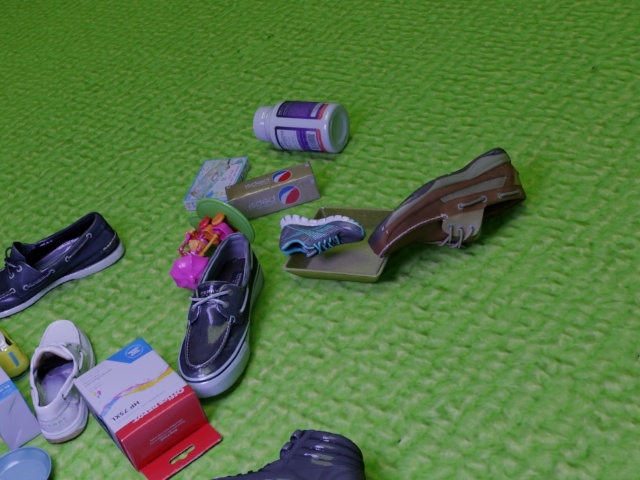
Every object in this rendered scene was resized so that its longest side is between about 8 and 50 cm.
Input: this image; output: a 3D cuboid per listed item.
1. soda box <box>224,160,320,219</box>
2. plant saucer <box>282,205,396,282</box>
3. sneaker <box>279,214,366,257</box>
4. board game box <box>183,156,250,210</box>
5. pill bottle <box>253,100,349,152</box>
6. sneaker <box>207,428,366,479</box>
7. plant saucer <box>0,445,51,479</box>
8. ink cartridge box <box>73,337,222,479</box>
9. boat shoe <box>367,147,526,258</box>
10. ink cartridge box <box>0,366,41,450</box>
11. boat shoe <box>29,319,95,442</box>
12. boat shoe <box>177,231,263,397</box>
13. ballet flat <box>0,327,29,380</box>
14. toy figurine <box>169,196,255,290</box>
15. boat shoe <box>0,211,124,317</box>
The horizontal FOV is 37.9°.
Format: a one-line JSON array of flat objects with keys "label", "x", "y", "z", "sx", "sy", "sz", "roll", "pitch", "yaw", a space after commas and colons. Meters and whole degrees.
[{"label": "soda box", "x": -0.097, "y": -0.097, "z": 1.881, "sx": 0.181, "sy": 0.061, "sz": 0.058, "roll": -18, "pitch": 37, "yaw": -2}, {"label": "plant saucer", "x": 0.052, "y": 0.014, "z": 1.692, "sx": 0.189, "sy": 0.045, "sz": 0.188, "roll": 4, "pitch": 41, "yaw": 25}, {"label": "sneaker", "x": 0.000, "y": 0.000, "z": 1.653, "sx": 0.167, "sy": 0.065, "sz": 0.076, "roll": 0, "pitch": 55, "yaw": 26}, {"label": "board game box", "x": -0.219, "y": -0.122, "z": 1.991, "sx": 0.104, "sy": 0.026, "sz": 0.154, "roll": -3, "pitch": 38, "yaw": 18}, {"label": "pill bottle", "x": -0.044, "y": -0.248, "z": 2.021, "sx": 0.194, "sy": 0.108, "sz": 0.108, "roll": 8, "pitch": 42, "yaw": 29}, {"label": "sneaker", "x": -0.071, "y": 0.334, "z": 1.276, "sx": 0.296, "sy": 0.104, "sz": 0.146, "roll": -1, "pitch": 36, "yaw": 10}, {"label": "plant saucer", "x": -0.469, "y": 0.371, "z": 1.441, "sx": 0.119, "sy": 0.021, "sz": 0.119, "roll": -11, "pitch": 37, "yaw": 8}, {"label": "ink cartridge box", "x": -0.272, "y": 0.264, "z": 1.459, "sx": 0.134, "sy": 0.078, "sz": 0.231, "roll": -34, "pitch": 40, "yaw": -22}, {"label": "boat shoe", "x": 0.236, "y": -0.050, "z": 1.632, "sx": 0.324, "sy": 0.122, "sz": 0.120, "roll": -30, "pitch": 78, "yaw": -24}, {"label": "ink cartridge box", "x": -0.540, "y": 0.255, "z": 1.551, "sx": 0.060, "sy": 0.104, "sz": 0.180, "roll": -34, "pitch": 40, "yaw": -23}, {"label": "boat shoe", "x": -0.442, "y": 0.212, "z": 1.577, "sx": 0.098, "sy": 0.096, "sz": 0.277, "roll": -20, "pitch": 36, "yaw": -4}, {"label": "boat shoe", "x": -0.179, "y": 0.115, "z": 1.584, "sx": 0.121, "sy": 0.119, "sz": 0.335, "roll": -7, "pitch": 37, "yaw": 12}, {"label": "ballet flat", "x": -0.608, "y": 0.179, "z": 1.701, "sx": 0.231, "sy": 0.077, "sz": 0.077, "roll": 22, "pitch": 51, "yaw": 41}, {"label": "toy figurine", "x": -0.231, "y": 0.022, "z": 1.753, "sx": 0.173, "sy": 0.130, "sz": 0.159, "roll": -8, "pitch": 41, "yaw": 49}, {"label": "boat shoe", "x": -0.561, "y": 0.044, "z": 1.831, "sx": 0.340, "sy": 0.113, "sz": 0.127, "roll": -23, "pitch": 37, "yaw": -9}]
